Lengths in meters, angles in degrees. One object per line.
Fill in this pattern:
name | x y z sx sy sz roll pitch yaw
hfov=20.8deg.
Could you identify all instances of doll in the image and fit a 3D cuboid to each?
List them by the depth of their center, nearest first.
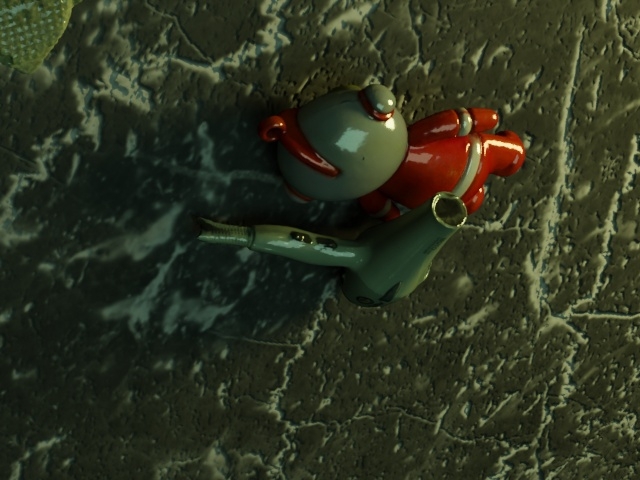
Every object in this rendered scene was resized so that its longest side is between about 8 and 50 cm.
doll | 0.066 -0.094 1.874 0.336 0.105 0.200 8 140 -39

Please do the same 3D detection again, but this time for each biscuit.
biscuit | -0.260 -0.283 1.601 0.150 0.052 0.252 28 102 -39

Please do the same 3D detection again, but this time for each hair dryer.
hair dryer | 0.033 -0.008 1.862 0.267 0.092 0.229 19 149 -37
